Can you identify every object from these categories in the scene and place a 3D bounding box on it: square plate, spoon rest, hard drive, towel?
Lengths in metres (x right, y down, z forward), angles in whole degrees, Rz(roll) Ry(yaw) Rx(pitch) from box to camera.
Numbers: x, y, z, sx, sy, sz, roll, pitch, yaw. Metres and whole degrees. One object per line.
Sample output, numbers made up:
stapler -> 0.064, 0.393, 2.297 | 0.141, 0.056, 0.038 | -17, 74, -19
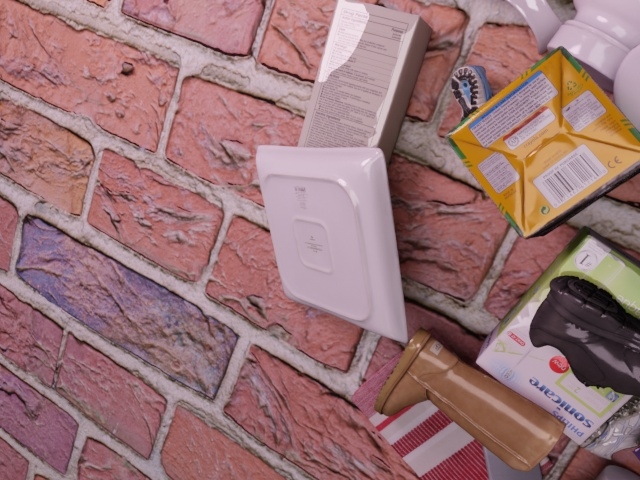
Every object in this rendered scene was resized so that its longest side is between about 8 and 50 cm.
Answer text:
square plate -> 0.000, 0.000, 0.939 | 0.347, 0.049, 0.344 | 13, 121, 48
spoon rest -> 0.301, -0.434, 0.828 | 0.137, 0.084, 0.276 | -37, 84, 25
hard drive -> 0.356, 0.413, 0.946 | 0.094, 0.022, 0.135 | -11, 94, 22
towel -> 0.249, 0.366, 1.011 | 0.329, 0.037, 0.237 | 48, 112, 8

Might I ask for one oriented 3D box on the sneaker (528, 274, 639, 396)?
sneaker -> 0.440, 0.171, 0.732 | 0.286, 0.109, 0.130 | 36, 121, 22

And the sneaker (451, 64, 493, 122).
sneaker -> 0.280, -0.225, 0.881 | 0.063, 0.073, 0.162 | 10, 125, 46

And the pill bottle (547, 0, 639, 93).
pill bottle -> 0.481, -0.378, 0.697 | 0.188, 0.188, 0.334 | 40, 112, 14

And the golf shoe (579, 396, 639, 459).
golf shoe -> 0.524, 0.307, 0.871 | 0.086, 0.069, 0.176 | 37, 116, -7

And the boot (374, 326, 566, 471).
boot -> 0.241, 0.308, 0.894 | 0.269, 0.089, 0.236 | 34, 134, 19

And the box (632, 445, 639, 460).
box -> 0.640, 0.319, 0.741 | 0.261, 0.103, 0.184 | -45, 54, 19

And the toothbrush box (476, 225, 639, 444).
toothbrush box -> 0.433, 0.151, 0.844 | 0.206, 0.122, 0.283 | 39, 113, 14

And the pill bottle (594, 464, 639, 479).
pill bottle -> 0.469, 0.534, 0.869 | 0.162, 0.162, 0.278 | 31, 110, 17

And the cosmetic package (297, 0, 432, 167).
cosmetic package -> 0.074, -0.261, 0.943 | 0.160, 0.113, 0.309 | 24, 107, 20

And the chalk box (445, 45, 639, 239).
chalk box -> 0.339, -0.123, 0.751 | 0.180, 0.289, 0.179 | -39, 75, 23

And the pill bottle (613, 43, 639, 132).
pill bottle -> 0.513, -0.209, 0.638 | 0.246, 0.130, 0.130 | -17, 92, -12
